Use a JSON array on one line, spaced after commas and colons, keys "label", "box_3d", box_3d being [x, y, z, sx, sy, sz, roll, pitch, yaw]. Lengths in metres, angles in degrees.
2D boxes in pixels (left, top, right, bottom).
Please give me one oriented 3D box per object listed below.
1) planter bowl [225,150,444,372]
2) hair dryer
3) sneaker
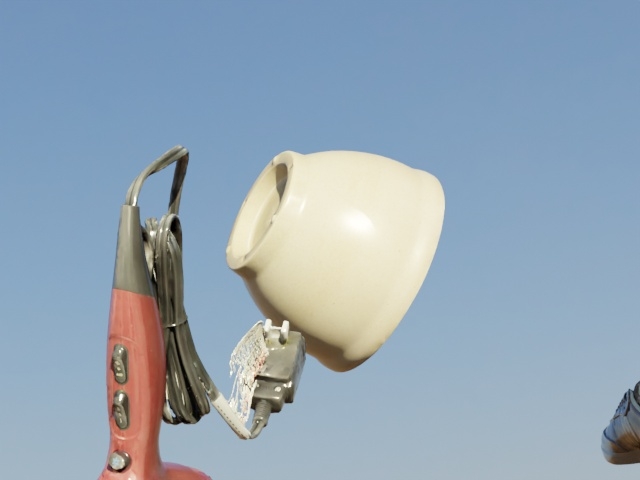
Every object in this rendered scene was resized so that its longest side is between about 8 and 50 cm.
[{"label": "planter bowl", "box_3d": [0.000, 0.000, 1.339, 0.109, 0.162, 0.162, 28, -27, -18]}, {"label": "hair dryer", "box_3d": [-0.116, 0.111, 1.081, 0.080, 0.293, 0.223, -2, -41, 31]}, {"label": "sneaker", "box_3d": [0.278, 0.147, 1.529, 0.066, 0.071, 0.188, -12, -1, -12]}]
